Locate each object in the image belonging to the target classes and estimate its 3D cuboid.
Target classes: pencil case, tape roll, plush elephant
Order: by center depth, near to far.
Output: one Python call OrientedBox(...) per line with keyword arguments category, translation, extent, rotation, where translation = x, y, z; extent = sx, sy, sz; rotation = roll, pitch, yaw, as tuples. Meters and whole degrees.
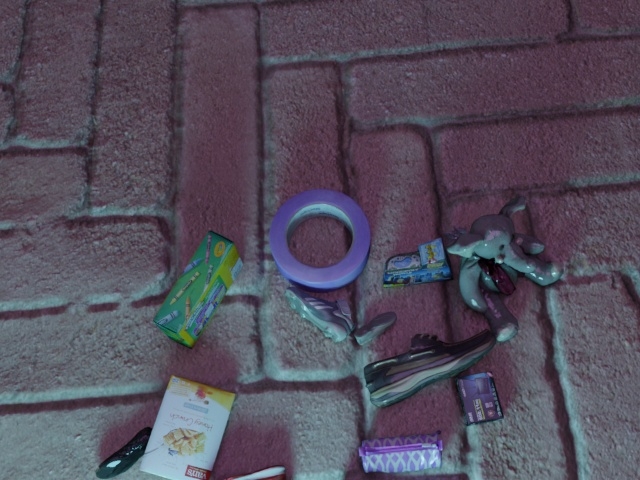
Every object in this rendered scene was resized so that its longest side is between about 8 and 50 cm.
OrientedBox(category="pencil case", translation=(0.198, 0.516, 1.717), extent=(0.206, 0.088, 0.086), rotation=(-8, 66, 1))
OrientedBox(category="plush elephant", translation=(0.457, 0.036, 1.803), extent=(0.272, 0.255, 0.330), rotation=(-40, 72, -12))
OrientedBox(category="tape roll", translation=(0.000, 0.000, 1.932), extent=(0.274, 0.090, 0.275), rotation=(-1, 68, 2))

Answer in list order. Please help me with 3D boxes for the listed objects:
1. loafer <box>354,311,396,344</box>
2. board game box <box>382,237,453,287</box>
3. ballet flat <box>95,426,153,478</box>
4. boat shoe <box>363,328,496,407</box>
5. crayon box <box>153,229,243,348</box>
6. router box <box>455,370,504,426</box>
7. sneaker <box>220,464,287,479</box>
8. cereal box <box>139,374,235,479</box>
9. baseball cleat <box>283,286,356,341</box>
OrientedBox(category="loafer", translation=(0.147, 0.232, 1.864), extent=(0.125, 0.039, 0.045), rotation=(-28, 36, -11))
OrientedBox(category="board game box", translation=(0.258, 0.058, 1.839), extent=(0.194, 0.194, 0.060), rotation=(-7, 68, 0))
OrientedBox(category="ballet flat", translation=(-0.486, 0.536, 1.775), extent=(0.173, 0.057, 0.049), rotation=(-35, 31, -12))
OrientedBox(category="boat shoe", translation=(0.270, 0.293, 1.779), extent=(0.355, 0.132, 0.130), rotation=(-23, 69, -8))
OrientedBox(category="crayon box", translation=(-0.314, 0.131, 1.855), extent=(0.081, 0.165, 0.279), rotation=(26, 72, 12))
OrientedBox(category="router box", translation=(0.399, 0.397, 1.779), extent=(0.092, 0.038, 0.123), rotation=(-11, 68, -1))
OrientedBox(category="sneaker", translation=(-0.178, 0.629, 1.694), extent=(0.221, 0.087, 0.128), rotation=(-17, 67, -3))
OrientedBox(category="cereal box", translation=(-0.329, 0.476, 1.764), extent=(0.172, 0.047, 0.240), rotation=(17, 69, -6))
OrientedBox(category="baseball cleat", translation=(0.003, 0.179, 1.882), extent=(0.206, 0.072, 0.109), rotation=(42, 62, 12))
